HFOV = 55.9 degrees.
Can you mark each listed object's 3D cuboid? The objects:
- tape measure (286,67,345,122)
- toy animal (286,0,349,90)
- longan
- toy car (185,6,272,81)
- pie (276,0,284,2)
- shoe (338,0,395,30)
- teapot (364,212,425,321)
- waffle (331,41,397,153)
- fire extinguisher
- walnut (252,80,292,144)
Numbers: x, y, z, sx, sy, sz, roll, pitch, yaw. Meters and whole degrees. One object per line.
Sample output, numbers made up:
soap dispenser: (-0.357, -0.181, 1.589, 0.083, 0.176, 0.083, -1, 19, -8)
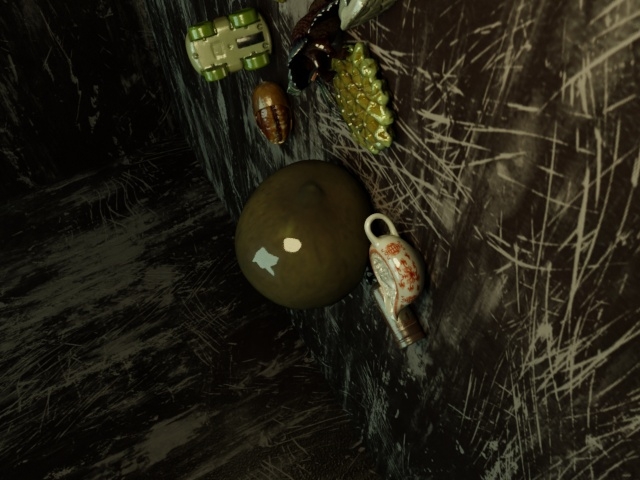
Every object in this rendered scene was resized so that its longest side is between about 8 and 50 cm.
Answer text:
tape measure: (0.012, -0.357, 1.345, 0.179, 0.104, 0.107, 34, 141, -9)
toy animal: (-0.014, -0.401, 1.147, 0.218, 0.116, 0.180, 124, 143, -51)
longan: (-0.034, -0.014, 1.434, 0.361, 0.360, 0.361, 57, 163, 28)
toy car: (-0.248, -0.537, 1.626, 0.235, 0.235, 0.145, 40, 150, 58)
pie: (-0.116, -0.574, 1.392, 0.084, 0.020, 0.084, 28, -171, -5)
shoe: (0.063, -0.422, 0.931, 0.126, 0.099, 0.227, 57, 159, 1)
teapot: (0.163, 0.052, 1.333, 0.159, 0.116, 0.246, -130, 15, -80)
waffle: (0.079, -0.277, 1.199, 0.204, 0.054, 0.224, 22, 133, 68)
fire extinguisher: (0.174, 0.141, 1.495, 0.252, 0.075, 0.106, 63, 170, 11)
walnut: (-0.135, -0.353, 1.702, 0.116, 0.115, 0.207, 51, 160, 41)
